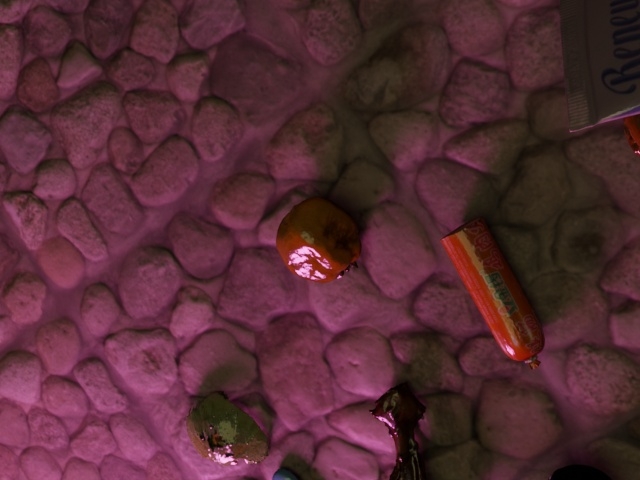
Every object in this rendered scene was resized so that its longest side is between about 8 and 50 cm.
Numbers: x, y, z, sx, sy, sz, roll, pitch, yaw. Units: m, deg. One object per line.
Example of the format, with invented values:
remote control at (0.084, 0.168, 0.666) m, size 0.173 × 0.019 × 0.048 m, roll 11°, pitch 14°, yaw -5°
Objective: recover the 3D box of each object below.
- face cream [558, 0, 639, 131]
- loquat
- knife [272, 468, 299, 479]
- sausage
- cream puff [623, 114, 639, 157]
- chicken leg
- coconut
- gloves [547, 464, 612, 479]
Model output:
face cream at (0.500, -0.264, 1.049) m, size 0.421 × 0.137 × 0.234 m, roll -10°, pitch 59°, yaw 25°
loquat at (0.000, 0.000, 1.355) m, size 0.137 × 0.113 × 0.137 m, roll 0°, pitch 112°, yaw 1°
knife at (0.002, 0.476, 1.526) m, size 0.222 × 0.031 × 0.064 m, roll 42°, pitch 119°, yaw 11°
sausage at (0.260, 0.082, 1.289) m, size 0.071 × 0.071 × 0.234 m, roll -29°, pitch 92°, yaw 26°
cream puff at (0.460, -0.149, 1.113) m, size 0.150 × 0.115 × 0.165 m, roll -16°, pitch 64°, yaw 9°
chicken leg at (0.139, 0.374, 1.418) m, size 0.113 × 0.093 × 0.304 m, roll -4°, pitch 95°, yaw 6°
coconut at (-0.173, 0.332, 1.547) m, size 0.158 × 0.055 × 0.133 m, roll -4°, pitch 104°, yaw 22°
gloves at (0.391, 0.439, 1.315) m, size 0.140 × 0.131 × 0.218 m, roll -2°, pitch 131°, yaw 14°
